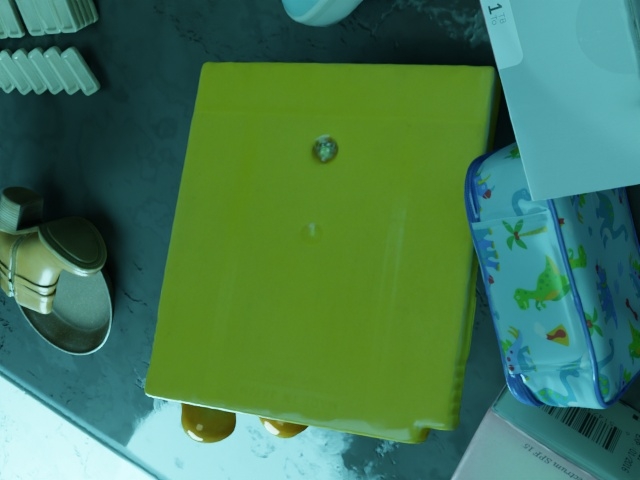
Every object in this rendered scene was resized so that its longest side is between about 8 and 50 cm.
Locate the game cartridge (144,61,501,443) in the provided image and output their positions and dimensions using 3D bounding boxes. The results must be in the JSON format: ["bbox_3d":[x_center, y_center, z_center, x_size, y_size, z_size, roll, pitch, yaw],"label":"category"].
[{"bbox_3d":[0.000,0.000,0.751,0.285,0.053,0.323,6,82,21],"label":"game cartridge"}]

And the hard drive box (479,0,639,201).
[{"bbox_3d":[0.204,-0.151,0.590,0.089,0.232,0.181,-9,104,35],"label":"hard drive box"}]

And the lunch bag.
[{"bbox_3d":[0.206,0.018,0.699,0.090,0.176,0.218,-10,102,40],"label":"lunch bag"}]

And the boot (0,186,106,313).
[{"bbox_3d":[-0.349,0.035,1.086,0.197,0.073,0.152,34,124,31],"label":"boot"}]

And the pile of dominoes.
[{"bbox_3d":[-0.374,-0.276,1.037,0.251,0.040,0.196,7,126,35],"label":"pile of dominoes"}]

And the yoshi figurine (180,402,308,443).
[{"bbox_3d":[-0.015,0.083,0.872,0.203,0.203,0.362,28,121,2],"label":"yoshi figurine"}]

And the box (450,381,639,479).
[{"bbox_3d":[0.206,0.253,0.827,0.149,0.127,0.232,30,123,19],"label":"box"}]

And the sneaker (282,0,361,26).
[{"bbox_3d":[-0.004,-0.334,0.660,0.366,0.150,0.135,112,146,-43],"label":"sneaker"}]

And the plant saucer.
[{"bbox_3d":[-0.351,0.061,1.163,0.199,0.036,0.198,14,117,29],"label":"plant saucer"}]
